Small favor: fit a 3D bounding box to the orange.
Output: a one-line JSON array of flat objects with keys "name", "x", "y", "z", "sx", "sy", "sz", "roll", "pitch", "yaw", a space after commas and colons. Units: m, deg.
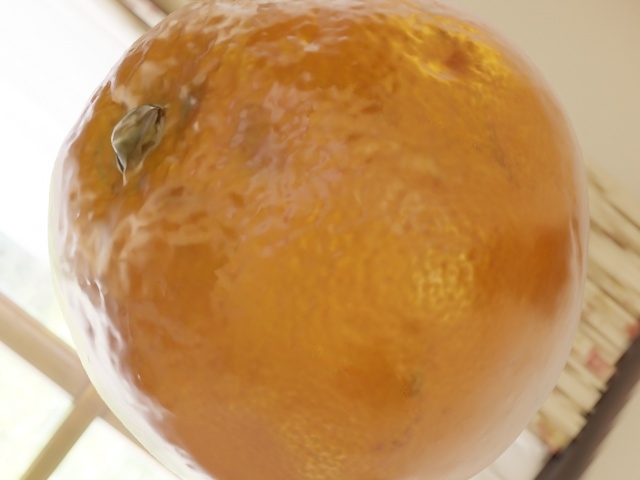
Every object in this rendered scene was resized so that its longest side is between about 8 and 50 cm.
[{"name": "orange", "x": 0.000, "y": 0.000, "z": 0.946, "sx": 0.312, "sy": 0.312, "sz": 0.312, "roll": -49, "pitch": -170, "yaw": 12}]
